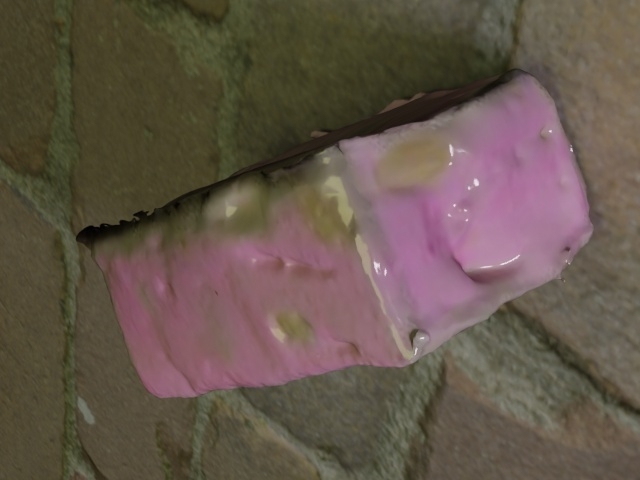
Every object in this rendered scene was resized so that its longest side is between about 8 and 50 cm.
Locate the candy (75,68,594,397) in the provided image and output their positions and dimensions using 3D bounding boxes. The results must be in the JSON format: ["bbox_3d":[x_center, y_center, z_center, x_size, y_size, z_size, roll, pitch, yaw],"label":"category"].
[{"bbox_3d":[0.000,0.000,0.672,0.265,0.155,0.115,-17,97,52],"label":"candy"}]
